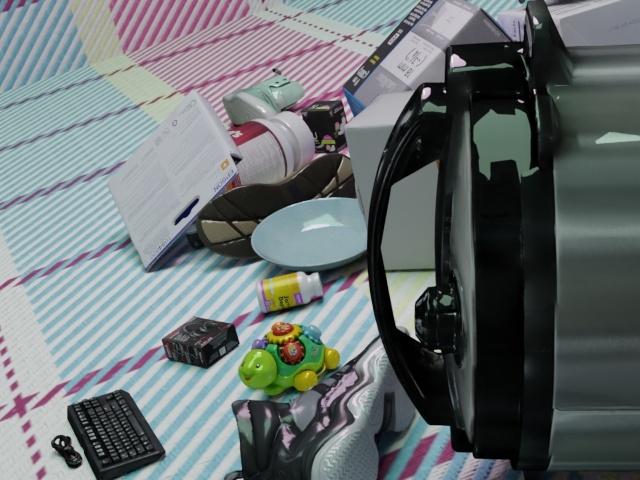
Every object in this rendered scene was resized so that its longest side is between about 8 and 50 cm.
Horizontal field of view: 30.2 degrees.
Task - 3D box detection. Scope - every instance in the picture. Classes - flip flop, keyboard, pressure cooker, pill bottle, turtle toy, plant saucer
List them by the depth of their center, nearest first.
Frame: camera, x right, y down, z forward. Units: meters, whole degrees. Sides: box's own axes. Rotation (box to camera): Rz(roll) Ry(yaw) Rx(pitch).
[{"bbox_3d":[0.249,0.010,1.000,0.421,0.369,0.375,-2,-17,5],"label":"pressure cooker"},{"bbox_3d":[-0.249,0.219,1.339,0.108,0.023,0.180,-21,22,-16],"label":"keyboard"},{"bbox_3d":[-0.044,0.135,1.356,0.095,0.066,0.130,2,27,35],"label":"turtle toy"},{"bbox_3d":[-0.040,0.066,1.552,0.083,0.043,0.043,-13,22,4],"label":"pill bottle"},{"bbox_3d":[0.000,0.000,1.676,0.195,0.037,0.195,-7,28,4],"label":"plant saucer"},{"bbox_3d":[-0.061,-0.050,1.788,0.277,0.112,0.080,-28,0,-26],"label":"flip flop"},{"bbox_3d":[-0.122,-0.131,1.977,0.221,0.121,0.121,-31,27,-35],"label":"pill bottle"}]

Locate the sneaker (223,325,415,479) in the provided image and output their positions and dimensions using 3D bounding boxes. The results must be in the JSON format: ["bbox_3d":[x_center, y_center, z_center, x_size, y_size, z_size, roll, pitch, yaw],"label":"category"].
[{"bbox_3d":[-0.001,0.169,1.195,0.153,0.101,0.268,-1,28,23],"label":"sneaker"}]

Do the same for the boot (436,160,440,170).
[{"bbox_3d":[0.188,0.002,1.340,0.104,0.211,0.295,-16,22,-1],"label":"boot"}]

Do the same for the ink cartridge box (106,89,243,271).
[{"bbox_3d":[-0.221,-0.089,1.846,0.223,0.045,0.224,-44,47,16],"label":"ink cartridge box"}]

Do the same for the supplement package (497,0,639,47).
[{"bbox_3d":[0.431,-0.286,1.877,0.262,0.204,0.145,-21,23,-28],"label":"supplement package"}]

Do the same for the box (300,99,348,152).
[{"bbox_3d":[0.011,-0.204,2.122,0.062,0.083,0.052,3,28,37],"label":"box"}]

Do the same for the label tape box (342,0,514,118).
[{"bbox_3d":[0.131,-0.227,1.856,0.333,0.106,0.240,-47,22,6],"label":"label tape box"}]

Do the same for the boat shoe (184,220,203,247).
[{"bbox_3d":[-0.143,-0.027,1.847,0.142,0.040,0.049,-17,13,-8],"label":"boat shoe"}]

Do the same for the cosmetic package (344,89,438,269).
[{"bbox_3d":[0.244,-0.088,1.527,0.385,0.217,0.156,0,25,27],"label":"cosmetic package"}]

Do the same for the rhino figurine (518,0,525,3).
[{"bbox_3d":[0.386,-0.429,1.886,0.106,0.073,0.243,-6,17,24],"label":"rhino figurine"}]

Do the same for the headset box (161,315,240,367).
[{"bbox_3d":[-0.154,0.127,1.491,0.083,0.032,0.062,8,31,41],"label":"headset box"}]

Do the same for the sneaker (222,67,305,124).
[{"bbox_3d":[-0.093,-0.279,2.346,0.151,0.094,0.256,-26,21,-12],"label":"sneaker"}]
